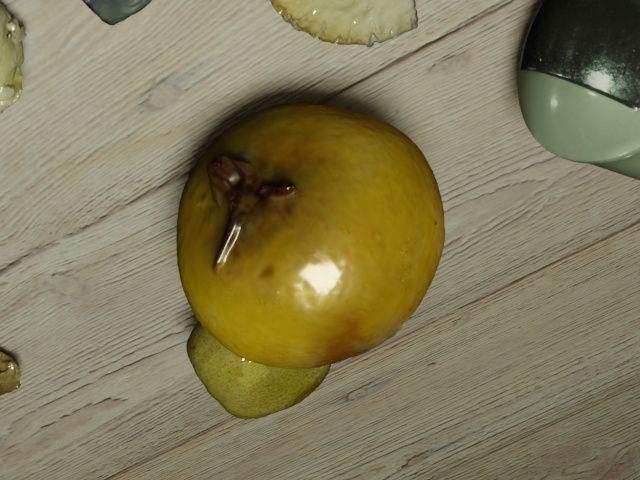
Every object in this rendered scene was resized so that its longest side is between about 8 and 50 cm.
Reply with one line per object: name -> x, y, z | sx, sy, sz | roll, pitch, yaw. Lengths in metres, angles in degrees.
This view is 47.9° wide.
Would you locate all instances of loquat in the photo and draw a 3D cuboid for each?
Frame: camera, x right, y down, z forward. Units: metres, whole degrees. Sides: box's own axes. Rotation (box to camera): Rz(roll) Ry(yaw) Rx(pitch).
loquat -> 0.000, 0.000, 0.883 | 0.328, 0.328, 0.359 | -37, 143, 14

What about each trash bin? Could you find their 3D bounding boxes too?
trash bin -> 0.458, -0.193, 0.896 | 0.432, 0.280, 0.280 | 14, 123, -31

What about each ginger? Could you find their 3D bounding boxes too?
ginger -> -0.482, 0.175, 1.037 | 0.096, 0.067, 0.165 | 13, 126, 0

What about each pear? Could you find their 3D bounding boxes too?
pear -> -0.079, 0.153, 1.054 | 0.211, 0.228, 0.188 | -32, 88, -11

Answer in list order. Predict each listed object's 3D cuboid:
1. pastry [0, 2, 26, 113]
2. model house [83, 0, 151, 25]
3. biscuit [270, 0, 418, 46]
pastry -> -0.391, -0.196, 0.745 | 0.165, 0.088, 0.166 | -8, 131, -10
model house -> -0.139, -0.382, 0.603 | 0.300, 0.190, 0.271 | -30, 130, 7
biscuit -> 0.017, -0.305, 0.754 | 0.179, 0.084, 0.281 | -34, 140, -2
